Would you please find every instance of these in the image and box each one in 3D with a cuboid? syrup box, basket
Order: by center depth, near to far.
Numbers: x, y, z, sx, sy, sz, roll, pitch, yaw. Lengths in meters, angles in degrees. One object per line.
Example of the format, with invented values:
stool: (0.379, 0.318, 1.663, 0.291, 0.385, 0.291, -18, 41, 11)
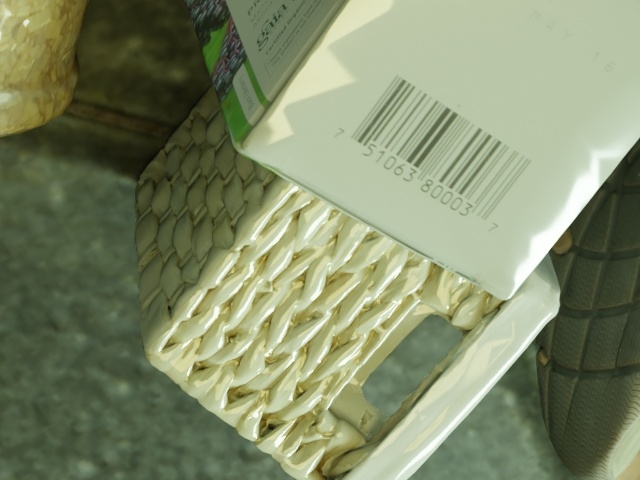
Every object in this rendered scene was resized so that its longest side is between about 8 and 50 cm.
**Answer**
syrup box: (0.020, -0.090, 0.561, 0.093, 0.237, 0.096, 30, 107, -24)
basket: (0.000, 0.000, 0.649, 0.103, 0.167, 0.113, 35, 105, -19)

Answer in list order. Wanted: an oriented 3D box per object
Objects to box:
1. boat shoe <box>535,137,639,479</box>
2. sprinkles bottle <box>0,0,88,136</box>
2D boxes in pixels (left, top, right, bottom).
boat shoe: (0.180, -0.037, 0.692, 0.116, 0.123, 0.324, 10, 116, -19)
sprinkles bottle: (-0.093, -0.211, 0.539, 0.121, 0.121, 0.355, 11, 115, -17)
